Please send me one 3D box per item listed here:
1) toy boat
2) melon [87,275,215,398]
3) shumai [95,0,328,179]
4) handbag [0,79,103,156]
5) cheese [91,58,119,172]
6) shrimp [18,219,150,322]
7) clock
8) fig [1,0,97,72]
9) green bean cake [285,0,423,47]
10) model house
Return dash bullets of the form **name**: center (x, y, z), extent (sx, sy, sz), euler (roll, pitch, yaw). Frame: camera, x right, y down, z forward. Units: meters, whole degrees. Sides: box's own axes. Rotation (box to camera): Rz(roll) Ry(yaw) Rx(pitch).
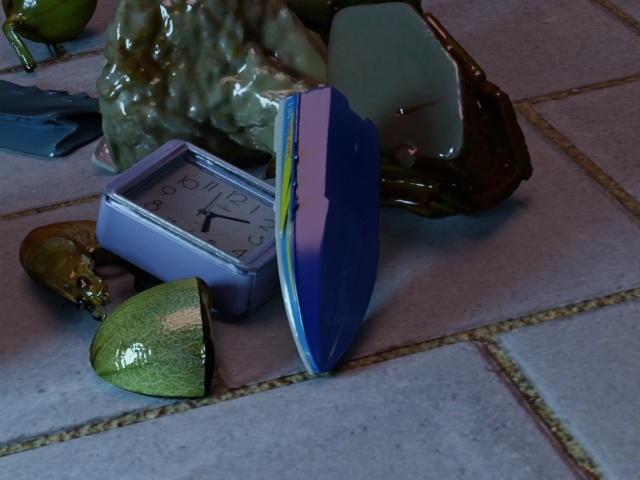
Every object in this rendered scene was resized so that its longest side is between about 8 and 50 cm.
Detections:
- **toy boat**: center (0.000, 0.000, 1.624), extent (0.088, 0.129, 0.295), euler (-20, 51, 30)
- **melon**: center (-0.160, 0.085, 1.595), extent (0.128, 0.079, 0.160), euler (-9, 27, -7)
- **shumai**: center (-0.086, -0.192, 1.895), extent (0.262, 0.314, 0.267), euler (17, 23, 31)
- **handbag**: center (-0.380, -0.165, 2.177), extent (0.221, 0.057, 0.144), euler (9, 24, 31)
- **cheese**: center (-0.236, -0.169, 2.118), extent (0.127, 0.050, 0.255), euler (28, 39, -6)
- **shrimp**: center (-0.238, 0.028, 1.750), extent (0.150, 0.068, 0.249), euler (-6, 21, -9)
- **clock**: center (-0.113, -0.015, 1.722), extent (0.193, 0.073, 0.144), euler (27, 39, 18)
- **fig**: center (-0.411, -0.341, 2.432), extent (0.142, 0.148, 0.186), euler (10, 29, 39)
- **green bean cake**: center (0.038, -0.257, 2.087), extent (0.113, 0.200, 0.214), euler (14, 32, 34)
- **model house**: center (0.127, -0.131, 1.840), extent (0.199, 0.220, 0.229), euler (0, -18, 32)
